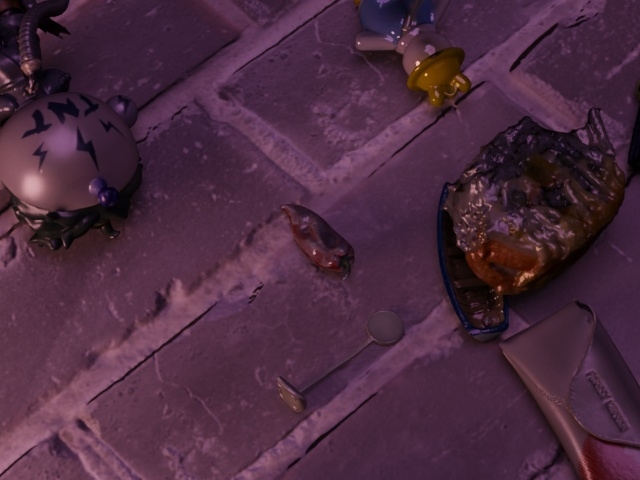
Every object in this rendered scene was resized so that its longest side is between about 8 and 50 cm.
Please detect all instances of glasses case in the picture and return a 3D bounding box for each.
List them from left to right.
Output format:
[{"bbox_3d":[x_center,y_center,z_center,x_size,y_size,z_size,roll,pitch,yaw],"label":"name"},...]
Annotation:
[{"bbox_3d":[0.338,0.210,1.786,0.128,0.083,0.308,-20,61,-13],"label":"glasses case"}]

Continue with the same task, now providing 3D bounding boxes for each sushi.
[{"bbox_3d":[0.283,-0.054,1.895,0.184,0.139,0.274,46,51,11],"label":"sushi"}]

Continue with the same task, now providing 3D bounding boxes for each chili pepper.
[{"bbox_3d":[0.000,0.001,1.931,0.050,0.041,0.153,-16,42,-34],"label":"chili pepper"}]

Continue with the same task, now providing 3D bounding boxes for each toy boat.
[{"bbox_3d":[0.192,0.028,1.915,0.080,0.046,0.229,-11,59,-7],"label":"toy boat"}]

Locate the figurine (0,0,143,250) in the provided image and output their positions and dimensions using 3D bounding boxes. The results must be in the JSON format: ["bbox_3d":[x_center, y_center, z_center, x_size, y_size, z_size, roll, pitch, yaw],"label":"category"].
[{"bbox_3d":[-0.378,-0.159,1.940,0.261,0.186,0.382,-30,68,-12],"label":"figurine"}]

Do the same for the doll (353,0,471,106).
[{"bbox_3d":[0.130,-0.293,2.079,0.135,0.099,0.241,-11,58,-35],"label":"doll"}]

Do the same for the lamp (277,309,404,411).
[{"bbox_3d":[0.029,0.144,1.841,0.198,0.056,0.050,-36,63,-24],"label":"lamp"}]

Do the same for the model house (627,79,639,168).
[{"bbox_3d":[0.529,-0.160,2.007,0.211,0.170,0.194,2,62,33],"label":"model house"}]
